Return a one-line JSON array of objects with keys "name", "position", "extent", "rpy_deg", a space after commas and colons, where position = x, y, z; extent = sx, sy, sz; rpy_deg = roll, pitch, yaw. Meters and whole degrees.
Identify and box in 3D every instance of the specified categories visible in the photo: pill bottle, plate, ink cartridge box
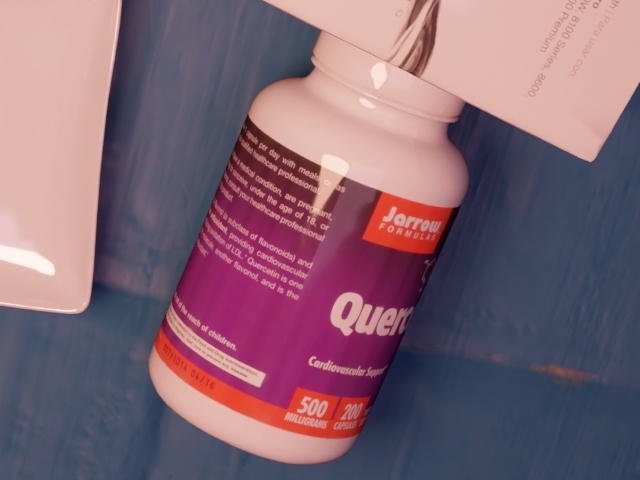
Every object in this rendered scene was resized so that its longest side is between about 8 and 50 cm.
[{"name": "pill bottle", "position": [0.000, 0.000, 1.530], "extent": [0.181, 0.181, 0.323], "rpy_deg": [19, 105, -16]}, {"name": "plate", "position": [-0.301, -0.092, 1.504], "extent": [0.278, 0.045, 0.277], "rpy_deg": [6, 108, -5]}, {"name": "ink cartridge box", "position": [0.037, -0.240, 1.397], "extent": [0.395, 0.285, 0.166], "rpy_deg": [25, 104, -17]}]
